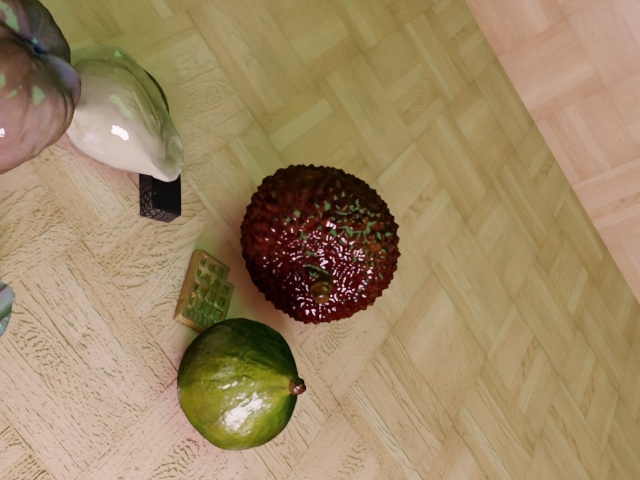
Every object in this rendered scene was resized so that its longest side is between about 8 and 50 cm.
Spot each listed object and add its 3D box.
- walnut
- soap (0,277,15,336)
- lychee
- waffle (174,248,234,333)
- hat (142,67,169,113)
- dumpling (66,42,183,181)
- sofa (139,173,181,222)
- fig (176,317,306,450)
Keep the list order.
[{"bbox_3d":[-0.430,-0.201,0.959,0.248,0.248,0.249,26,52,-39],"label":"walnut"},{"bbox_3d":[-0.438,0.096,0.923,0.100,0.056,0.149,55,40,-16],"label":"soap"},{"bbox_3d":[0.000,0.000,1.315,0.275,0.275,0.304,42,23,-26],"label":"lychee"},{"bbox_3d":[-0.183,0.087,1.251,0.092,0.021,0.135,36,47,-29],"label":"waffle"},{"bbox_3d":[-0.290,-0.247,1.271,0.146,0.067,0.146,26,53,-39],"label":"hat"},{"bbox_3d":[-0.301,-0.202,1.180,0.252,0.131,0.179,33,44,-25],"label":"dumpling"},{"bbox_3d":[-0.259,-0.092,1.247,0.060,0.039,0.118,15,60,-43],"label":"sofa"},{"bbox_3d":[-0.089,0.198,1.129,0.203,0.235,0.203,21,57,-36],"label":"fig"}]
